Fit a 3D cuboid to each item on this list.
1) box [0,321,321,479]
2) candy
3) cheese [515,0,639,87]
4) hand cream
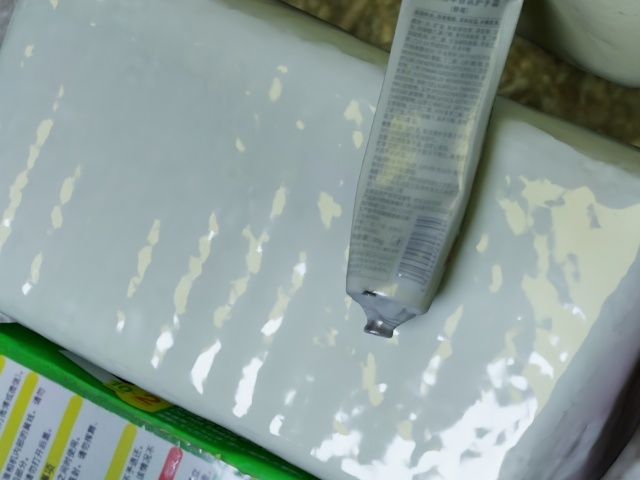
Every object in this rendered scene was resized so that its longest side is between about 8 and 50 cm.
[{"bbox_3d":[-0.103,0.160,0.908,0.250,0.103,0.180,25,95,19],"label":"box"},{"bbox_3d":[0.000,-0.002,0.858,0.359,0.145,0.208,26,95,22],"label":"candy"},{"bbox_3d":[0.097,-0.185,0.798,0.266,0.233,0.127,43,90,16],"label":"cheese"},{"bbox_3d":[0.044,-0.039,0.753,0.057,0.037,0.165,12,84,28],"label":"hand cream"}]
